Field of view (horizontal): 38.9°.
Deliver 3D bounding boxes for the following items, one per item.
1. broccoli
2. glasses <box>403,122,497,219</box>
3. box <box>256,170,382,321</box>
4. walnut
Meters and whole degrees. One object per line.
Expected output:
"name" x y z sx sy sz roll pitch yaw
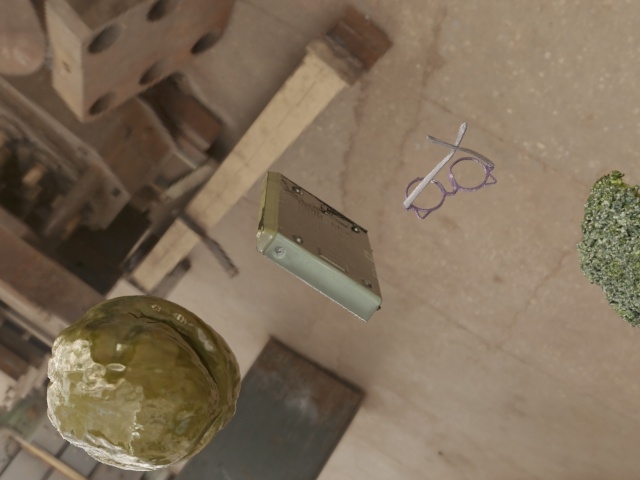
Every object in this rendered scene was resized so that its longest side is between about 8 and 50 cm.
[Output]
"broccoli" 0.570 -0.043 1.398 0.221 0.361 0.252 25 152 46
"glasses" 0.171 -0.098 1.183 0.062 0.140 0.103 59 166 26
"box" 0.000 0.000 1.307 0.211 0.045 0.270 33 -163 -12
"walnut" -0.272 0.222 1.402 0.277 0.253 0.282 13 158 10
